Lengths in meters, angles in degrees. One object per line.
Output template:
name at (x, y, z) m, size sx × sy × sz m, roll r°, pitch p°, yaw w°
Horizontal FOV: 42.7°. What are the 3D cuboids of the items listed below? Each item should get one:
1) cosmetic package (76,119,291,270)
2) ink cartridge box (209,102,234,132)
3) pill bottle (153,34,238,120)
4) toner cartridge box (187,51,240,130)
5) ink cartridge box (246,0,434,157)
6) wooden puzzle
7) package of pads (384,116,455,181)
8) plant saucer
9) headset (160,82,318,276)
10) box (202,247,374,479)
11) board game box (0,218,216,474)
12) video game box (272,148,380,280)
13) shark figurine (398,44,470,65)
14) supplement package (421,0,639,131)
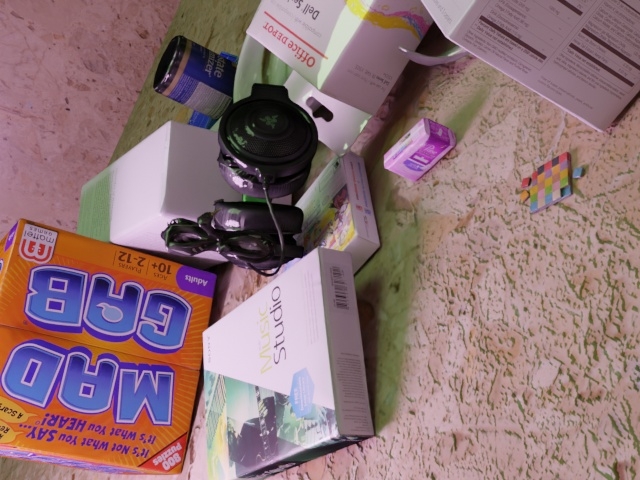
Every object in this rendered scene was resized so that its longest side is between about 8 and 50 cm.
cosmetic package at (-0.259, -0.054, 1.455) m, size 0.453 × 0.230 × 0.161 m, roll -16°, pitch 67°, yaw 55°
ink cartridge box at (-0.180, -0.131, 1.608) m, size 0.223 × 0.045 × 0.224 m, roll -34°, pitch 57°, yaw 50°
pill bottle at (-0.214, -0.311, 1.645) m, size 0.123 × 0.219 × 0.123 m, roll -44°, pitch 34°, yaw 40°
toner cartridge box at (-0.244, -0.241, 1.818) m, size 0.348 × 0.075 × 0.165 m, roll -64°, pitch 26°, yaw 7°
ink cartridge box at (0.035, -0.317, 1.121) m, size 0.207 × 0.119 × 0.353 m, roll 45°, pitch 110°, yaw 40°
wooden puzzle at (0.227, -0.056, 0.808) m, size 0.083 × 0.006 × 0.049 m, roll -34°, pitch 40°, yaw 49°
package of pads at (0.122, -0.111, 1.009) m, size 0.083 × 0.050 × 0.032 m, roll -43°, pitch 39°, yaw 41°
plant saucer at (-0.008, -0.351, 1.394) m, size 0.400 × 0.100 × 0.400 m, roll -38°, pitch 42°, yaw 43°
headset at (-0.105, -0.069, 1.087) m, size 0.394 × 0.185 × 0.243 m, roll -102°, pitch 18°, yaw -64°
box at (-0.058, 0.177, 1.063) m, size 0.322 × 0.058 × 0.232 m, roll -38°, pitch 50°, yaw 48°
board game box at (-0.446, 0.214, 1.474) m, size 0.356 × 0.356 × 0.356 m, roll -24°, pitch 53°, yaw 56°
video game box at (0.000, 0.000, 1.163) m, size 0.205 × 0.048 × 0.187 m, roll -49°, pitch 29°, yaw 34°
shark figurine at (0.211, -0.316, 0.991) m, size 0.116 × 0.166 × 0.278 m, roll -50°, pitch -22°, yaw -49°
supplement package at (0.241, -0.285, 0.746) m, size 0.263 × 0.198 × 0.199 m, roll -54°, pitch 28°, yaw 26°
